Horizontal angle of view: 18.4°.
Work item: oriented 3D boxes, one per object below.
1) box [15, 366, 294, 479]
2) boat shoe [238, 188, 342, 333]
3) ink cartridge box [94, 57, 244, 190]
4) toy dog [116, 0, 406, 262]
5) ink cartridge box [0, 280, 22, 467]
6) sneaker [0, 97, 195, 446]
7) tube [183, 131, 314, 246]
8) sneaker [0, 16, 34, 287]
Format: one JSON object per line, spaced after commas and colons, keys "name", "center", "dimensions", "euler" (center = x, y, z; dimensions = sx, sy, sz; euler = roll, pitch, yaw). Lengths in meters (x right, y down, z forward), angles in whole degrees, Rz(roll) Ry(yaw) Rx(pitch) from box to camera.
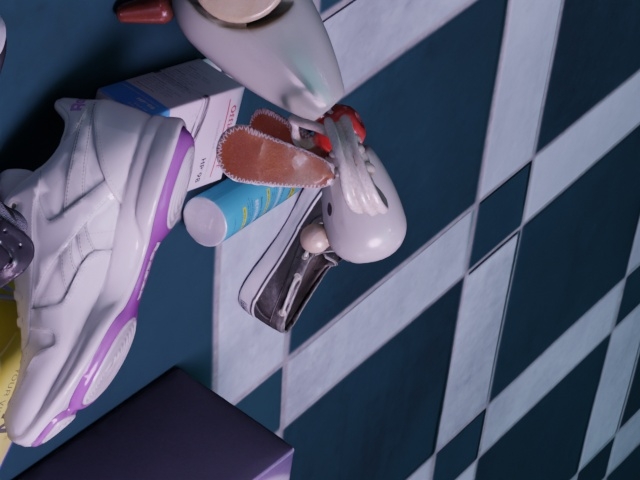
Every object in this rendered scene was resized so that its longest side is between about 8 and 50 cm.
{"name": "box", "center": [-0.196, 0.346, 2.072], "dimensions": [0.296, 0.183, 0.294], "euler": [-35, 145, -40]}
{"name": "boat shoe", "center": [0.000, 0.000, 2.152], "dimensions": [0.219, 0.070, 0.078], "euler": [-58, 155, 0]}
{"name": "ink cartridge box", "center": [-0.134, -0.100, 1.811], "dimensions": [0.180, 0.060, 0.104], "euler": [-24, 138, -49]}
{"name": "toy dog", "center": [-0.059, -0.126, 1.697], "dimensions": [0.161, 0.333, 0.220], "euler": [-22, 169, 8]}
{"name": "ink cartridge box", "center": [-0.334, 0.172, 1.757], "dimensions": [0.307, 0.072, 0.303], "euler": [8, 110, -60]}
{"name": "sneaker", "center": [-0.219, 0.023, 1.682], "dimensions": [0.114, 0.152, 0.305], "euler": [75, 35, -81]}
{"name": "tube", "center": [-0.060, -0.054, 2.020], "dimensions": [0.207, 0.052, 0.080], "euler": [-34, 158, -50]}
{"name": "sneaker", "center": [-0.279, -0.054, 1.522], "dimensions": [0.153, 0.101, 0.268], "euler": [14, 113, -45]}
